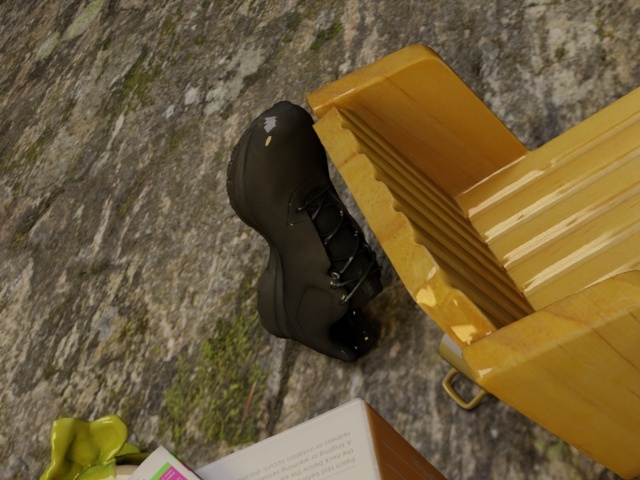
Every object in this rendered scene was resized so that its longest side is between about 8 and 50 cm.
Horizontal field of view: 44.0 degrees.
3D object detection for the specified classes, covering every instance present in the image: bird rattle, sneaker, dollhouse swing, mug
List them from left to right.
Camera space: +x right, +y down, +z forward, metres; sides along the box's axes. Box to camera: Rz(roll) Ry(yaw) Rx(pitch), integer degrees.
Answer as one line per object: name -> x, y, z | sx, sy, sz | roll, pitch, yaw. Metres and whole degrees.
bird rattle -> -0.212, 0.300, 0.751 | 0.206, 0.143, 0.254 | 6, 61, 20
sneaker -> 0.000, 0.000, 0.748 | 0.130, 0.286, 0.109 | 26, 54, 36
mug -> 0.149, 0.108, 0.706 | 0.062, 0.078, 0.064 | -20, 45, -26
dollhouse swing -> 0.230, -0.058, 0.627 | 0.305, 0.315, 0.347 | -42, 41, 15

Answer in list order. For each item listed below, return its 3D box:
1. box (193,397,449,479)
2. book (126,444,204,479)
box -> 0.034, 0.314, 0.487 | 0.168, 0.215, 0.345 | -27, 44, 16
book -> -0.089, 0.201, 0.491 | 0.144, 0.035, 0.096 | 24, 69, 46
